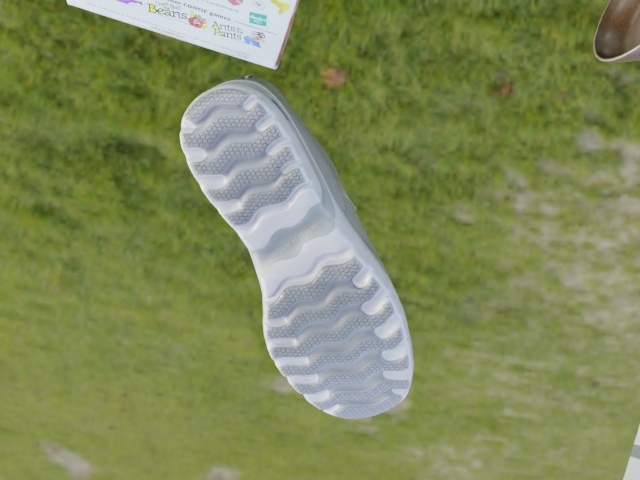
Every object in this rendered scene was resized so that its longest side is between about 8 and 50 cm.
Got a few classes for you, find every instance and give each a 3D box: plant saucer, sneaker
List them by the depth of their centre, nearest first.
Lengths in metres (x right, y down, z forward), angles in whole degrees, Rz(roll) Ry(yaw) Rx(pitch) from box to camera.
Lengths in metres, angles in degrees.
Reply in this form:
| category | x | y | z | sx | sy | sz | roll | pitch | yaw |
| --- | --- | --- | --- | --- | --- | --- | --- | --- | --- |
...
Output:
| category | x | y | z | sx | sy | sz | roll | pitch | yaw |
| --- | --- | --- | --- | --- | --- | --- | --- | --- | --- |
| sneaker | 0.000 | 0.000 | 0.871 | 0.105 | 0.115 | 0.281 | -16 | 110 | 17 |
| plant saucer | 0.481 | -0.353 | 1.561 | 0.050 | 0.310 | 0.310 | 34 | 150 | -10 |

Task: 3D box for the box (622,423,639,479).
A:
| category | x | y | z | sx | sy | sz | roll | pitch | yaw |
| --- | --- | --- | --- | --- | --- | --- | --- | --- | --- |
| box | 0.364 | 0.181 | 1.162 | 0.038 | 0.186 | 0.145 | 12 | 171 | 45 |

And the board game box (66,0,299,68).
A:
| category | x | y | z | sx | sy | sz | roll | pitch | yaw |
| --- | --- | --- | --- | --- | --- | --- | --- | --- | --- |
| board game box | -0.050 | -0.247 | 0.664 | 0.144 | 0.142 | 0.275 | 17 | 151 | -6 |
